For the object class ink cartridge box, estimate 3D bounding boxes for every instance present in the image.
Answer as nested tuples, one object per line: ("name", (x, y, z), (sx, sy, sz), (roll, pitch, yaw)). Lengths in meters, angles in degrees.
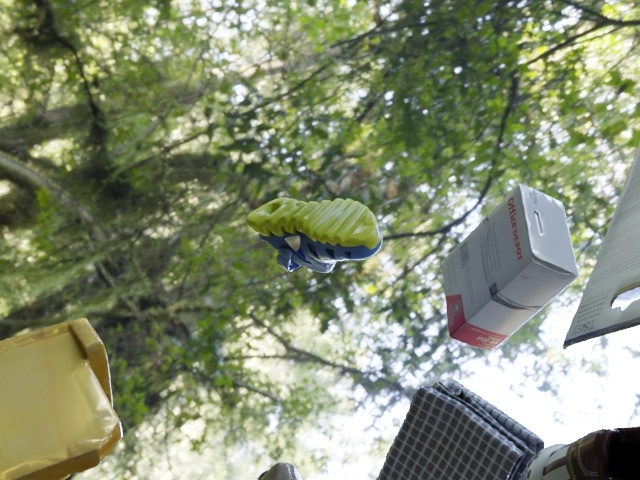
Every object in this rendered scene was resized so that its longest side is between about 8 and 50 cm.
("ink cartridge box", (0.265, -0.025, 0.595), (0.045, 0.224, 0.223), (25, -13, 2))
("ink cartridge box", (0.372, 0.058, 1.672), (0.117, 0.207, 0.283), (19, -44, -19))

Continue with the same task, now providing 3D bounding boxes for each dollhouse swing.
("dollhouse swing", (-0.444, 0.311, 1.153), (0.305, 0.346, 0.315), (50, -34, 40))

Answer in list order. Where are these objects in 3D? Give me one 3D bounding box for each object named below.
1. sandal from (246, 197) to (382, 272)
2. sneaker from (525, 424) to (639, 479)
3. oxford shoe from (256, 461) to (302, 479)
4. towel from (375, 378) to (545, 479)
("sandal", (0.000, 0.000, 1.563), (0.317, 0.126, 0.138), (10, -51, 50))
("sneaker", (0.292, 0.218, 0.579), (0.281, 0.106, 0.162), (26, -32, 7))
("oxford shoe", (-0.065, 0.461, 1.415), (0.348, 0.123, 0.130), (113, -18, -63))
("towel", (0.219, 0.400, 1.390), (0.235, 0.121, 0.284), (33, -75, 48))
